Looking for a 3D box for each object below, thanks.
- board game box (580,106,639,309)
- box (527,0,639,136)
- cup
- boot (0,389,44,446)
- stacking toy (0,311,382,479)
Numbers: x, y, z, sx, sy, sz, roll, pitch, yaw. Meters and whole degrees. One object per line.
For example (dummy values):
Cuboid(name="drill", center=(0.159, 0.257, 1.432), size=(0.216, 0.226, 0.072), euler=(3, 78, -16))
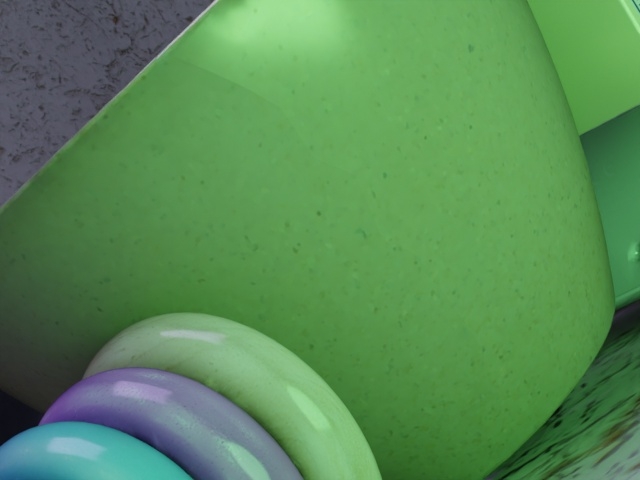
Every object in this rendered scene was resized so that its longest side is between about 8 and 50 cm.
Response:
Cuboid(name="board game box", center=(0.217, -0.152, 1.003), size=(0.050, 0.390, 0.390), euler=(20, -33, -31))
Cuboid(name="box", center=(0.081, -0.166, 0.932), size=(0.117, 0.243, 0.213), euler=(-36, 5, -42))
Cuboid(name="cup", center=(0.000, 0.000, 0.810), size=(0.331, 0.237, 0.331), euler=(-42, 8, 7))
Cuboid(name="boot", center=(-0.280, 0.155, 1.010), size=(0.445, 0.367, 0.146), euler=(-35, -42, 19))
Cuboid(name="stacking toy", center=(-0.116, 0.154, 0.550), size=(0.141, 0.141, 0.330), euler=(-32, 4, 43))
